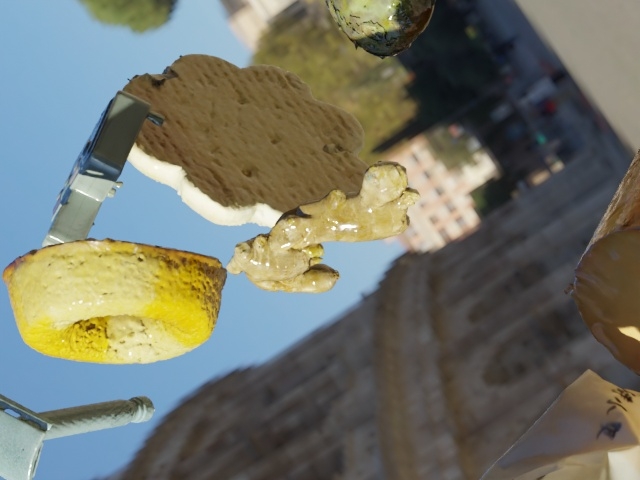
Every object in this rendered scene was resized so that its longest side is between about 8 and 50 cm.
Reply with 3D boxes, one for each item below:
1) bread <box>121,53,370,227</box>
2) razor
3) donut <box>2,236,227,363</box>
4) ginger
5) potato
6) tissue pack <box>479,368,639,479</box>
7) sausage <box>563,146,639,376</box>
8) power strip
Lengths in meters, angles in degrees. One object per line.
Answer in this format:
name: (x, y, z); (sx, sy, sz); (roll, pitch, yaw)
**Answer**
bread: (-0.084, -0.111, 1.955); (0.316, 0.054, 0.316); (15, -142, -12)
razor: (-0.223, 0.164, 1.508); (0.106, 0.068, 0.232); (23, -169, 28)
donut: (-0.160, 0.052, 1.340); (0.178, 0.162, 0.065); (8, -114, -28)
ginger: (0.000, 0.000, 1.628); (0.193, 0.176, 0.052); (100, 155, -53)
potato: (0.030, -0.234, 1.242); (0.054, 0.119, 0.197); (4, -94, -41)
tissue pack: (0.163, 0.343, 1.292); (0.195, 0.376, 0.390); (-1, 111, 49)
sausage: (0.362, -0.034, 1.360); (0.233, 0.287, 0.233); (24, 149, 15)
power strip: (-0.233, -0.050, 1.736); (0.061, 0.145, 0.216); (26, 157, -9)
